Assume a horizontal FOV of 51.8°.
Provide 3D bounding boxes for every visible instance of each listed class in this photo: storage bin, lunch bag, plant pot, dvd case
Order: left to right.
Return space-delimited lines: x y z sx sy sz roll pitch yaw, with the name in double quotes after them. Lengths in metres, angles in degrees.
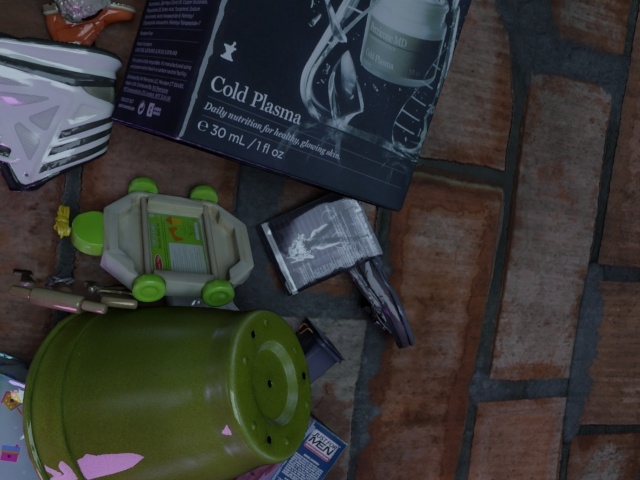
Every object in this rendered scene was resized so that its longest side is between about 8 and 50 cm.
-0.570 0.316 1.137 0.262 0.160 0.223 26 87 -15 "lunch bag"
-0.220 0.258 1.093 0.366 0.353 0.366 39 44 -51 "plant pot"
-0.025 0.233 1.392 0.091 0.135 0.098 -44 112 -3 "storage bin"
0.000 0.000 1.385 0.221 0.018 0.164 -24 97 -2 "dvd case"

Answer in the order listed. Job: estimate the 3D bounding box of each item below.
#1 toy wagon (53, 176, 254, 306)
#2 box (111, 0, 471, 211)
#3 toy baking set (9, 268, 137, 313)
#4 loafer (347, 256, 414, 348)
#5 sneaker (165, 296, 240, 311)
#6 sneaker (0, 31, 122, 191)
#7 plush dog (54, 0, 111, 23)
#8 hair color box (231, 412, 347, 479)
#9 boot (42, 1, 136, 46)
-0.295 -0.002 1.183 0.344 0.267 0.068 6 133 -24 "toy wagon"
-0.035 -0.348 1.148 0.480 0.297 0.471 14 95 -39 "box"
-0.430 0.090 1.132 0.256 0.197 0.030 10 92 1 "toy baking set"
0.112 0.112 1.463 0.095 0.109 0.302 -25 100 -1 "loafer"
-0.181 0.177 1.298 0.114 0.152 0.305 -44 110 -13 "sneaker"
-0.562 -0.209 1.071 0.448 0.169 0.257 4 99 -21 "sneaker"
-0.419 -0.520 1.075 0.262 0.225 0.210 -57 142 -3 "plush dog"
-0.114 0.506 1.354 0.105 0.174 0.347 43 78 -21 "hair color box"
-0.408 -0.385 1.185 0.158 0.059 0.084 -10 104 -15 "boot"
